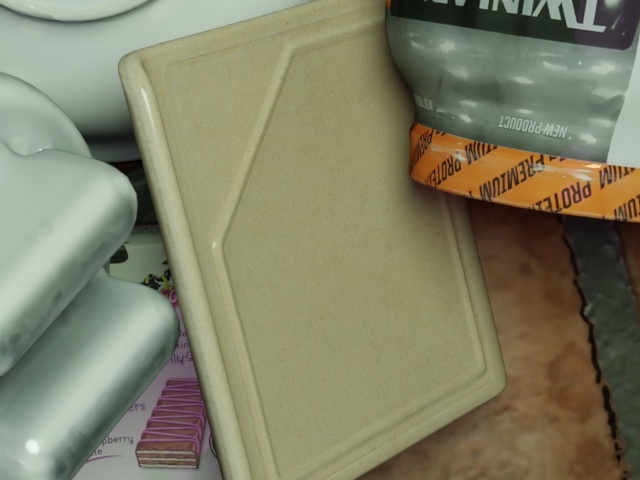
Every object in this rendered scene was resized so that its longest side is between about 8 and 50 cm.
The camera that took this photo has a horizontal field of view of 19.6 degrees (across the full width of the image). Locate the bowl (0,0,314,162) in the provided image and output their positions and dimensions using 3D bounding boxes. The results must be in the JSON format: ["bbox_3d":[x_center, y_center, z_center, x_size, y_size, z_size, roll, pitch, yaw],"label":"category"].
[{"bbox_3d":[-0.112,-0.177,0.882,0.297,0.134,0.298,0,99,-2],"label":"bowl"}]

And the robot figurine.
[{"bbox_3d":[-0.238,0.006,0.839,0.353,0.200,0.300,14,134,30],"label":"robot figurine"}]

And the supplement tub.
[{"bbox_3d":[0.135,-0.174,0.856,0.193,0.193,0.316,6,98,-2],"label":"supplement tub"}]

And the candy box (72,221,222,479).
[{"bbox_3d":[-0.070,0.108,0.958,0.159,0.071,0.233,-4,100,-1],"label":"candy box"}]

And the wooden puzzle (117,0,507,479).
[{"bbox_3d":[0.000,0.000,0.880,0.044,0.238,0.221,-7,101,37],"label":"wooden puzzle"}]
